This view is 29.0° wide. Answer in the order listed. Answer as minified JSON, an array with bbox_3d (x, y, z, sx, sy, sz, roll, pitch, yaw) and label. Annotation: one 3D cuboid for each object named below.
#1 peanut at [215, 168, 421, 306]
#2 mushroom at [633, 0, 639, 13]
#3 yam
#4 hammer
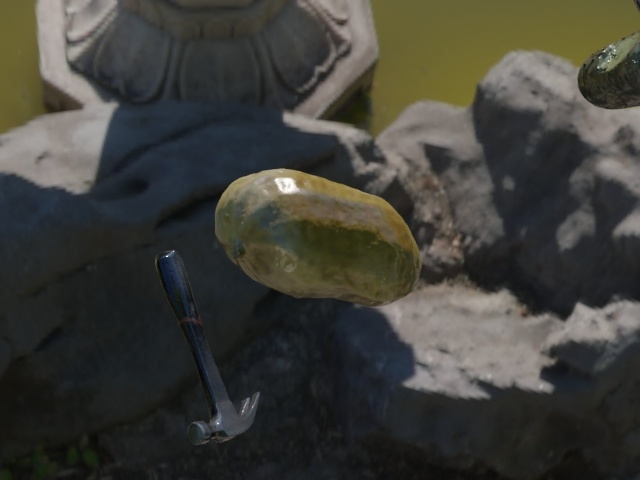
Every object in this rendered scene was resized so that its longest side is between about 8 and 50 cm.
[{"bbox_3d":[0.000,0.000,1.287,0.224,0.129,0.129,11,56,-7],"label":"peanut"},{"bbox_3d":[0.566,-0.329,1.802,0.163,0.278,0.297,-33,53,8],"label":"mushroom"},{"bbox_3d":[0.604,-0.324,2.337,0.154,0.254,0.154,2,83,-14],"label":"yam"},{"bbox_3d":[-0.171,0.146,1.762,0.137,0.037,0.290,1,63,-52],"label":"hammer"}]
